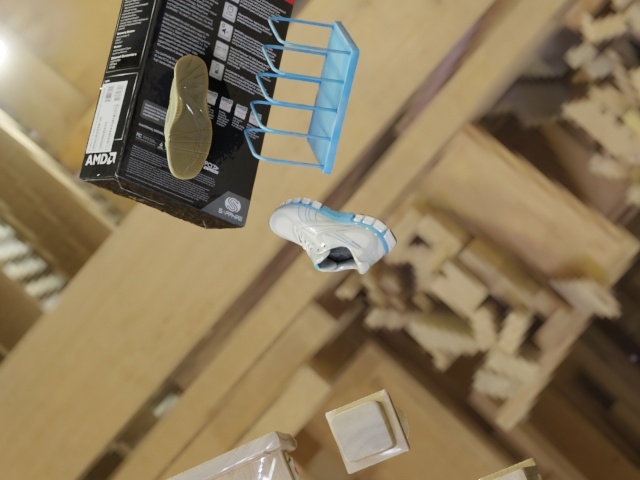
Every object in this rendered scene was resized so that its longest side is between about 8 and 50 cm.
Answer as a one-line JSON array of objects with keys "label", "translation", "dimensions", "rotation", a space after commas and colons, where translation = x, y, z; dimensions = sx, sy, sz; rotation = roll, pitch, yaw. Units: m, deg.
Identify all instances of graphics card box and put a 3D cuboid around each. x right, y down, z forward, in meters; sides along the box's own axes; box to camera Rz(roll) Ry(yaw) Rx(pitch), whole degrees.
[{"label": "graphics card box", "translation": [-0.171, -0.220, 2.285], "dimensions": [0.094, 0.371, 0.233], "rotation": [-2, 162, 45]}]

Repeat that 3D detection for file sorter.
[{"label": "file sorter", "translation": [-0.027, -0.191, 2.195], "dimensions": [0.104, 0.170, 0.118], "rotation": [7, -156, -16]}]

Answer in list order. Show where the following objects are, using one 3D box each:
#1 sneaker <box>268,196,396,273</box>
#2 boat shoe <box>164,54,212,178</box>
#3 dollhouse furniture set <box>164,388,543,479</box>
[{"label": "sneaker", "translation": [0.000, 0.000, 2.223], "dimensions": [0.191, 0.083, 0.071], "rotation": [12, 140, 37]}, {"label": "boat shoe", "translation": [-0.166, -0.151, 2.107], "dimensions": [0.056, 0.153, 0.048], "rotation": [0, 177, -14]}, {"label": "dollhouse furniture set", "translation": [0.012, 0.289, 1.210], "dimensions": [0.174, 0.356, 0.303], "rotation": [31, -143, -77]}]
